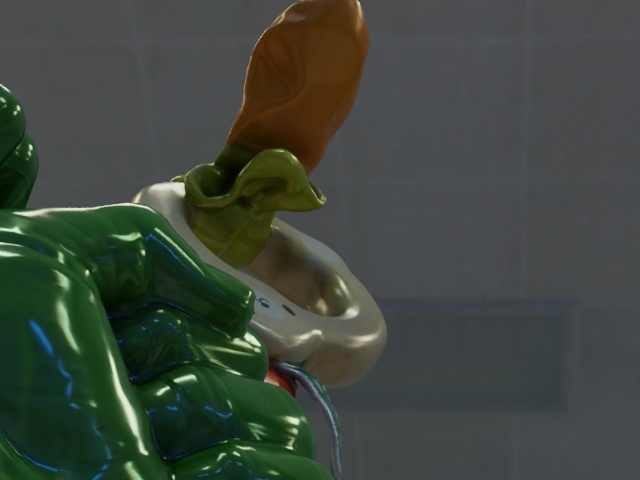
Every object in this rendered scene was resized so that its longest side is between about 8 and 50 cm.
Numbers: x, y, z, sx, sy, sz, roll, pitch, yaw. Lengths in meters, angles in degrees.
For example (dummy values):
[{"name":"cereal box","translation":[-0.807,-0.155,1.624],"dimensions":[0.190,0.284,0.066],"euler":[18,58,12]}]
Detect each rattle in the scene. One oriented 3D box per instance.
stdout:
[{"name":"rattle","translation":[0.000,0.000,0.710],"dimensions":[0.143,0.200,0.130],"euler":[-42,-74,10]}]

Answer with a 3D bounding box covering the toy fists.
[{"name":"toy fists","translation":[-0.108,0.015,0.473],"dimensions":[0.142,0.279,0.096],"euler":[-13,-42,-57]}]
